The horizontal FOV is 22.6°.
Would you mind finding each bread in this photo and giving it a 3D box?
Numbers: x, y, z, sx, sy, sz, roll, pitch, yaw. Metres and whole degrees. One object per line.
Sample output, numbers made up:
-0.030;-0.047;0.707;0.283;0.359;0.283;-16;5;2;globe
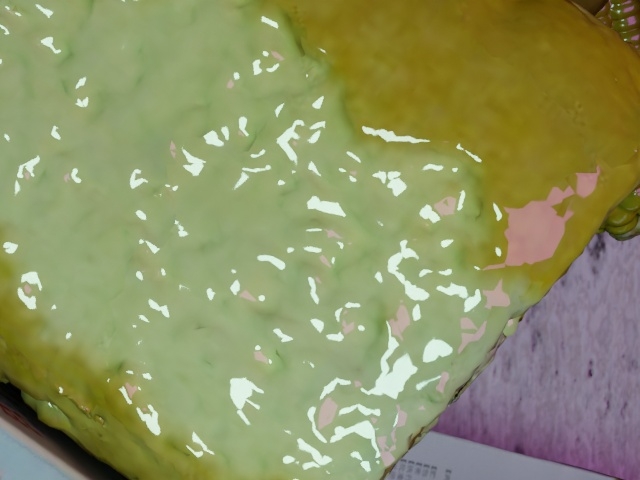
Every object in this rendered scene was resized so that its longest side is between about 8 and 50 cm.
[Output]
-0.080;-0.078;0.571;0.375;0.165;0.236;37;85;5;bread

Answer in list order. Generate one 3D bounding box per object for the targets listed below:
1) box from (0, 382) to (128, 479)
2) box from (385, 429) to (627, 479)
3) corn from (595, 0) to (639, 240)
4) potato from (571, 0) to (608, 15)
-0.111;0.095;0.650;0.048;0.265;0.273;-51;128;-8;box
0.086;0.223;0.963;0.299;0.106;0.200;20;78;-41;box
0.156;-0.168;1.019;0.120;0.120;0.363;-32;111;-41;corn
0.009;-0.141;0.725;0.290;0.296;0.397;50;52;-32;potato
